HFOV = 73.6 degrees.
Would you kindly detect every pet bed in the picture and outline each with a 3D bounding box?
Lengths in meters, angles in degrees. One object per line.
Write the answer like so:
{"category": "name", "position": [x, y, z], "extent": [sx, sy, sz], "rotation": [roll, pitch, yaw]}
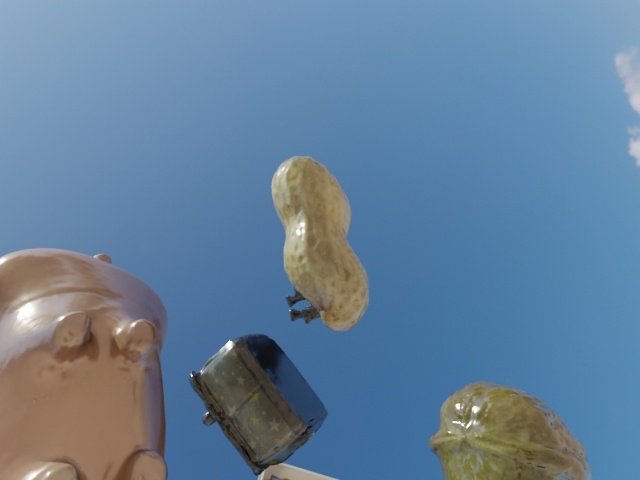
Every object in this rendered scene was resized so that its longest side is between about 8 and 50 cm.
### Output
{"category": "pet bed", "position": [-0.117, 0.292, 0.757], "extent": [0.159, 0.183, 0.211], "rotation": [-43, -107, 2]}

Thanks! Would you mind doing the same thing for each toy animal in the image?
{"category": "toy animal", "position": [-0.253, 0.154, 0.430], "extent": [0.237, 0.269, 0.327], "rotation": [28, -139, -40]}
{"category": "toy animal", "position": [0.009, 0.128, 0.997], "extent": [0.146, 0.245, 0.115], "rotation": [-7, -92, -18]}

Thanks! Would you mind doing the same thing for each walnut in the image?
{"category": "walnut", "position": [0.334, 0.384, 0.768], "extent": [0.282, 0.283, 0.228], "rotation": [26, -121, -20]}

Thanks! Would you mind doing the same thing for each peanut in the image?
{"category": "peanut", "position": [0.000, 0.000, 0.438], "extent": [0.082, 0.082, 0.187], "rotation": [-2, -113, -30]}

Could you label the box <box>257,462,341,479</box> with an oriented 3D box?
{"category": "box", "position": [0.013, 0.614, 0.862], "extent": [0.341, 0.143, 0.225], "rotation": [17, -128, 0]}
